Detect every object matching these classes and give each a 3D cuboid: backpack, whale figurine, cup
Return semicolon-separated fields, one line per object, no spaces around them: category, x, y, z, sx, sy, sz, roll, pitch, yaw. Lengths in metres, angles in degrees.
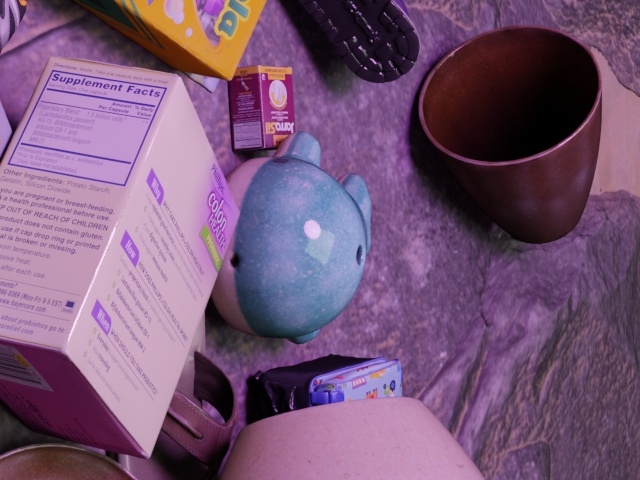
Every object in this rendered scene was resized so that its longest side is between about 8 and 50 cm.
backpack;0.013;0.210;1.406;0.158;0.116;0.173;-6;96;-52
whale figurine;0.000;0.000;1.373;0.272;0.141;0.216;-15;108;-61
cup;0.028;0.269;1.203;0.331;0.331;0.237;9;66;-52

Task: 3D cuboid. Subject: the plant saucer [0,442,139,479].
plant saucer;-0.215;0.263;1.111;0.198;0.036;0.199;13;61;-24

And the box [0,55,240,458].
box;-0.177;0.016;1.108;0.213;0.117;0.243;70;36;-59

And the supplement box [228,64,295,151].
supplement box;-0.058;-0.133;1.390;0.055;0.043;0.083;-7;94;-53

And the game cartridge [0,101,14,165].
game cartridge;-0.288;-0.044;0.957;0.297;0.062;0.198;88;15;-63

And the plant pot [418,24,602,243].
plant pot;0.251;-0.106;1.688;0.215;0.215;0.230;-68;151;-29

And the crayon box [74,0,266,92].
crayon box;-0.133;-0.283;1.232;0.323;0.083;0.203;31;79;-48

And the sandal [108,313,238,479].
sandal;-0.126;0.140;1.249;0.120;0.086;0.303;-8;94;-52

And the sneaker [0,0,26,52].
sneaker;-0.290;-0.235;1.062;0.083;0.084;0.215;-55;144;-42

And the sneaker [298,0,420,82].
sneaker;0.006;-0.304;1.467;0.283;0.107;0.124;58;16;-23
